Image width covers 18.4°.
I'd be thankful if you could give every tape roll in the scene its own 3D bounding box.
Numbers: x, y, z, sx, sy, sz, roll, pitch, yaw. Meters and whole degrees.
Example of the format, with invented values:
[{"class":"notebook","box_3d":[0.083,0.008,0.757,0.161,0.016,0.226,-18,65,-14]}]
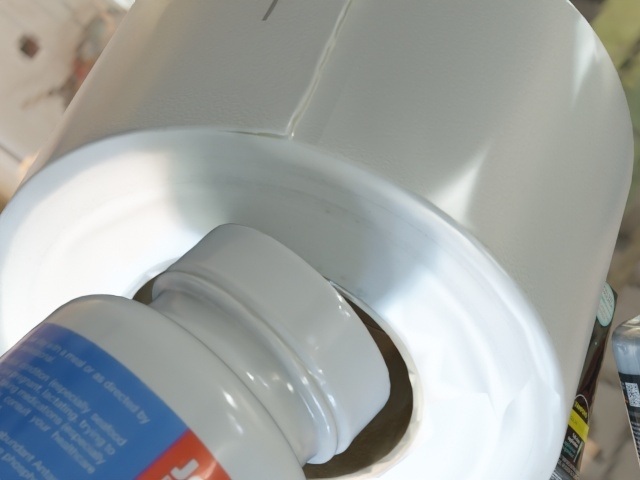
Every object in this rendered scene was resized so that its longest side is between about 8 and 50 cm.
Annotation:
[{"class":"tape roll","box_3d":[0.000,0.000,0.841,0.246,0.246,0.169,-23,-151,36]}]

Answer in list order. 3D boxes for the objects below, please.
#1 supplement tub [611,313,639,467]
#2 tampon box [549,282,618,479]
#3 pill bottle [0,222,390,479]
[{"class":"supplement tub","box_3d":[0.271,0.138,1.330,0.117,0.190,0.117,-13,-175,1]},{"class":"tampon box","box_3d":[0.139,0.085,1.461,0.101,0.120,0.161,-1,-117,35]},{"class":"pill bottle","box_3d":[-0.082,0.096,0.677,0.221,0.124,0.124,-44,-150,-22]}]
